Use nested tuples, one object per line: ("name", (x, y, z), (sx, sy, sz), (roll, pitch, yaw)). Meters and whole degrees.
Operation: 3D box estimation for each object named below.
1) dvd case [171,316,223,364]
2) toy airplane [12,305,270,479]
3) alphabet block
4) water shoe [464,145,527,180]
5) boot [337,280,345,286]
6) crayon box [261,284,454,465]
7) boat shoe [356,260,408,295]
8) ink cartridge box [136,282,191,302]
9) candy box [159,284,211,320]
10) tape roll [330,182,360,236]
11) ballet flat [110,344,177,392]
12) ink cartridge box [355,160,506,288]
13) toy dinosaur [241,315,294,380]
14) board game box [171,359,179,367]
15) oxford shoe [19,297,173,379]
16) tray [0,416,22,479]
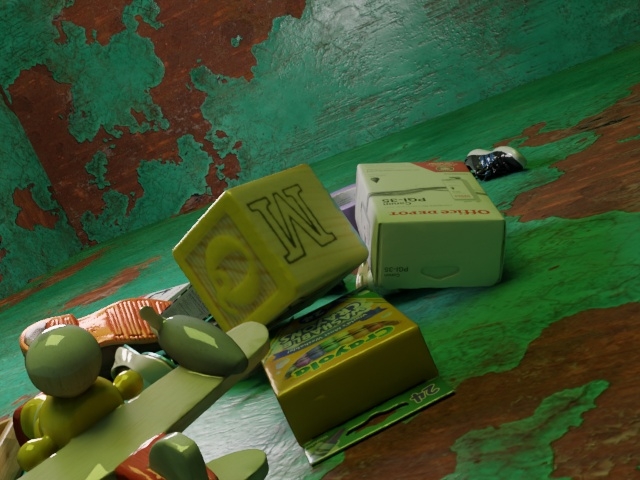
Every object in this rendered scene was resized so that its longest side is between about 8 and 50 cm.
("dvd case", (-0.134, 0.137, 1.391), (0.179, 0.030, 0.238), (-14, 19, 42))
("toy airplane", (-0.252, 0.225, 0.914), (0.384, 0.272, 0.386), (-22, 12, 6))
("alphabet block", (-0.078, 0.021, 1.243), (0.197, 0.193, 0.192), (-25, -14, -50))
("water shoe", (0.416, -0.174, 1.883), (0.080, 0.073, 0.203), (-54, 21, -12))
("boot", (-0.083, 0.107, 1.577), (0.229, 0.091, 0.263), (-33, 10, -15))
("crayon box", (0.029, 0.168, 1.082), (0.203, 0.083, 0.323), (-25, 13, -7))
("boat shoe", (0.112, 0.024, 1.475), (0.089, 0.105, 0.285), (-18, 14, 10))
("ink cartridge box", (-0.388, 0.172, 1.843), (0.175, 0.072, 0.127), (-17, 14, 30))
("candy box", (-0.207, 0.094, 1.509), (0.159, 0.071, 0.233), (-43, 4, -35))
("tape roll", (0.080, -0.071, 1.968), (0.274, 0.090, 0.275), (-22, 12, 5))
("ballet flat", (-0.332, 0.250, 1.445), (0.086, 0.086, 0.248), (-30, 12, -27))
("ink cartridge box", (0.177, -0.035, 1.325), (0.207, 0.117, 0.283), (-2, 24, -4))
("toy dinosaur", (-0.073, 0.188, 1.279), (0.112, 0.064, 0.211), (-43, -6, 33))
("board game box", (-0.173, 0.204, 1.385), (0.181, 0.043, 0.092), (-11, 17, 45))
("oxford shoe", (-0.423, 0.214, 1.619), (0.363, 0.133, 0.130), (-7, 37, -16))
("tray", (-0.582, 0.414, 1.190), (0.202, 0.076, 0.411), (-24, 13, -5))
